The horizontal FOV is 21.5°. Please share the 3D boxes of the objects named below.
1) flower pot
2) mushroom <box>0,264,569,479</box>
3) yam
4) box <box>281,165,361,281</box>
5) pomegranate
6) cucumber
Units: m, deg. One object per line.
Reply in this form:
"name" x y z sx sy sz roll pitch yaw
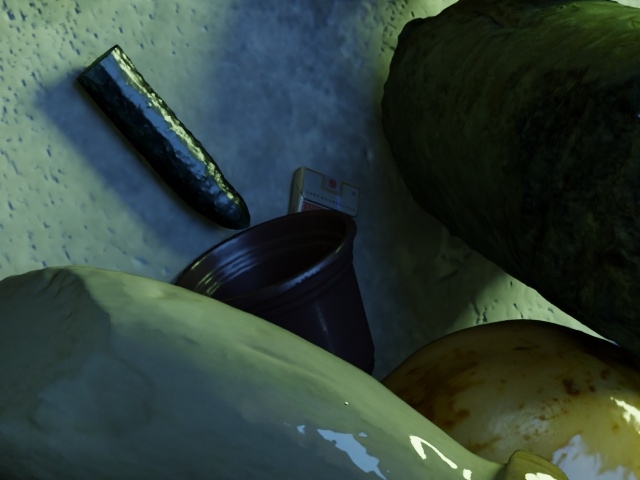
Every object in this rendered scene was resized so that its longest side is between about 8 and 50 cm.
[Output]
"flower pot" -0.017 0.046 0.971 0.111 0.111 0.089 -38 115 -36
"mushroom" -0.044 0.099 0.823 0.350 0.128 0.128 22 58 15
"yam" 0.172 -0.048 0.998 0.195 0.300 0.195 -6 107 -19
"box" 0.000 0.000 1.041 0.046 0.012 0.083 19 69 -29
"pomegranate" 0.114 0.160 0.955 0.248 0.248 0.248 10 72 -33
"cucumber" -0.087 -0.054 0.982 0.133 0.032 0.032 50 55 -16
